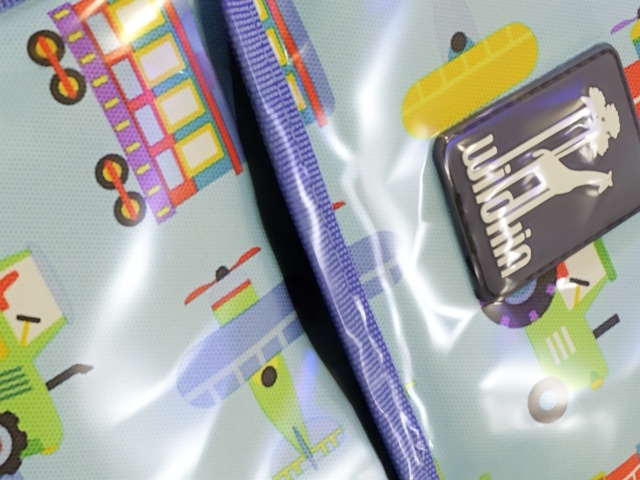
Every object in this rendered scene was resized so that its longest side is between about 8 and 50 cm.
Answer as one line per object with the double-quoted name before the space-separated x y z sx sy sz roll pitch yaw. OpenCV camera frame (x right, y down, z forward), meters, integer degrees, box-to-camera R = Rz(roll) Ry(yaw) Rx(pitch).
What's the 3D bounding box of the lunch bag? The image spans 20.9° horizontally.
"lunch bag" 0.000 0.000 0.459 0.221 0.293 0.138 66 -14 -20
